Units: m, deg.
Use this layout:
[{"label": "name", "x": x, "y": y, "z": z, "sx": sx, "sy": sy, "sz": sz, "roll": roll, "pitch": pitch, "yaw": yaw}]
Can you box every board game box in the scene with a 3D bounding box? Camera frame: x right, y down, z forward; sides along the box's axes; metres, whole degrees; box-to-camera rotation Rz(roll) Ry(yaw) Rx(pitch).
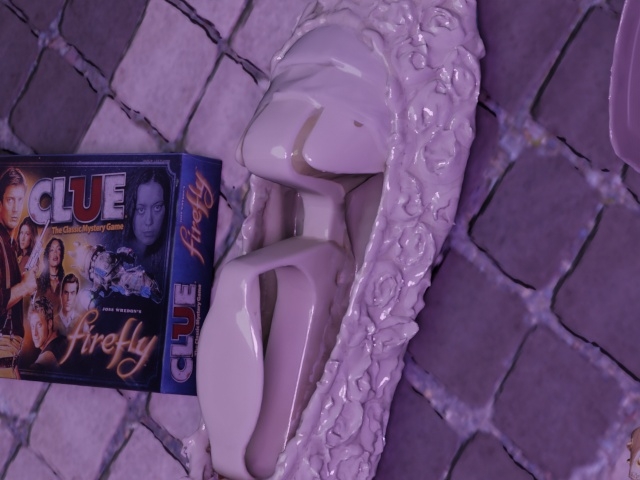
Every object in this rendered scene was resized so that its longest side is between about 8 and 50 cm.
[{"label": "board game box", "x": -0.177, "y": 0.021, "z": 1.417, "sx": 0.243, "sy": 0.042, "sz": 0.165, "roll": 1, "pitch": 84, "yaw": 41}]

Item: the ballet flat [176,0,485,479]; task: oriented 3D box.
[{"label": "ballet flat", "x": 0.000, "y": 0.000, "z": 1.207, "sx": 0.147, "sy": 0.147, "sz": 0.409, "roll": 11, "pitch": 91, "yaw": 41}]

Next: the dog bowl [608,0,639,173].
[{"label": "dog bowl", "x": 0.314, "y": -0.065, "z": 0.922, "sx": 0.349, "sy": 0.102, "sz": 0.349, "roll": 0, "pitch": 90, "yaw": 30}]

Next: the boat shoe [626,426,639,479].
[{"label": "boat shoe", "x": 0.193, "y": 0.114, "z": 1.081, "sx": 0.045, "sy": 0.050, "sz": 0.135, "roll": 33, "pitch": 96, "yaw": 42}]
